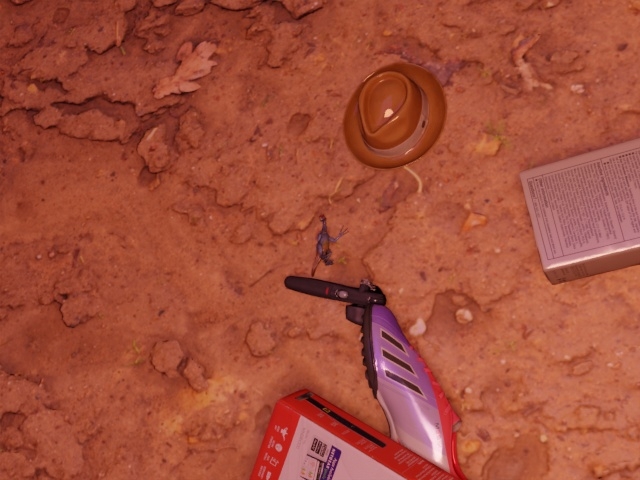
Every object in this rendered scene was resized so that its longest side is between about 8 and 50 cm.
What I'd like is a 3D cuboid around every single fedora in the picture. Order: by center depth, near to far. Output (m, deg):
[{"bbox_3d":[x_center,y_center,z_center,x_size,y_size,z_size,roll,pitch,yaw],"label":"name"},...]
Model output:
[{"bbox_3d":[0.113,-0.215,1.367,0.194,0.079,0.194,-6,74,21],"label":"fedora"}]

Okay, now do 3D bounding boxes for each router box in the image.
[{"bbox_3d":[0.027,0.429,1.170,0.301,0.082,0.336,25,106,26],"label":"router box"}]

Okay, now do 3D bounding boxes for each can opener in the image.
[{"bbox_3d":[0.023,0.086,1.334,0.186,0.059,0.073,15,83,25],"label":"can opener"}]

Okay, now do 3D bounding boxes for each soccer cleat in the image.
[{"bbox_3d":[0.144,0.237,1.219,0.116,0.108,0.318,-19,74,17],"label":"soccer cleat"}]

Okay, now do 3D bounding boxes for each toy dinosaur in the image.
[{"bbox_3d":[0.000,0.000,1.379,0.090,0.047,0.082,-35,47,21],"label":"toy dinosaur"}]

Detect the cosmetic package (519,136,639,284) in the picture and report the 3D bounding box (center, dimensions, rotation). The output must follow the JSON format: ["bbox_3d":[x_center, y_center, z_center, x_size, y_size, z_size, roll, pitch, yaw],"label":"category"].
[{"bbox_3d":[0.455,-0.055,1.166,0.309,0.113,0.160,-14,71,18],"label":"cosmetic package"}]
